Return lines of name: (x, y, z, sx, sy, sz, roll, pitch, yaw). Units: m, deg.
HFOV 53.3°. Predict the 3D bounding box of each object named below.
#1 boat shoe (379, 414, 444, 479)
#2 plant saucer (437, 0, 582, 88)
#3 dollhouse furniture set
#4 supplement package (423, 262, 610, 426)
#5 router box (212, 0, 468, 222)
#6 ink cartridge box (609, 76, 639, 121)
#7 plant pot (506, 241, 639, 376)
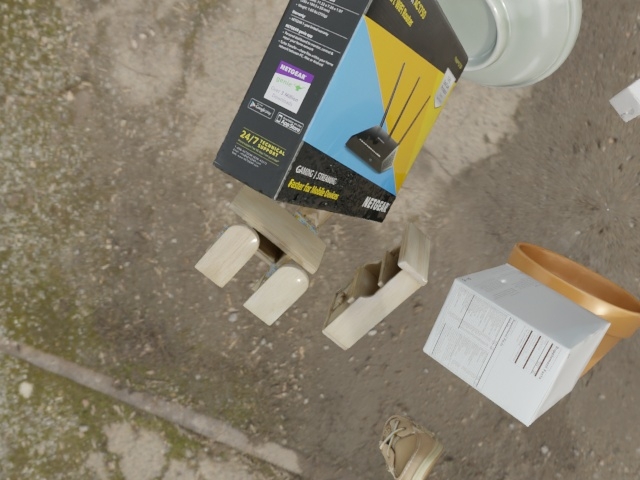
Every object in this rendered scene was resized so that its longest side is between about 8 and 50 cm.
boat shoe: (0.171, 0.434, 1.319, 0.110, 0.341, 0.121, 35, 85, 8)
plant saucer: (0.260, -0.422, 1.150, 0.400, 0.400, 0.100, 35, 67, 19)
dollhouse furniture set: (0.000, 0.000, 0.832, 0.242, 0.212, 0.161, 39, 119, -10)
supplement package: (0.321, 0.160, 1.049, 0.203, 0.194, 0.149, 34, 117, 33)
router box: (0.024, -0.082, 0.379, 0.046, 0.179, 0.133, 30, 100, 20)
ink cartridge box: (0.632, -0.295, 1.204, 0.135, 0.099, 0.056, -36, 85, 1)
plant pot: (0.497, 0.160, 1.341, 0.291, 0.291, 0.203, 30, 107, 20)
